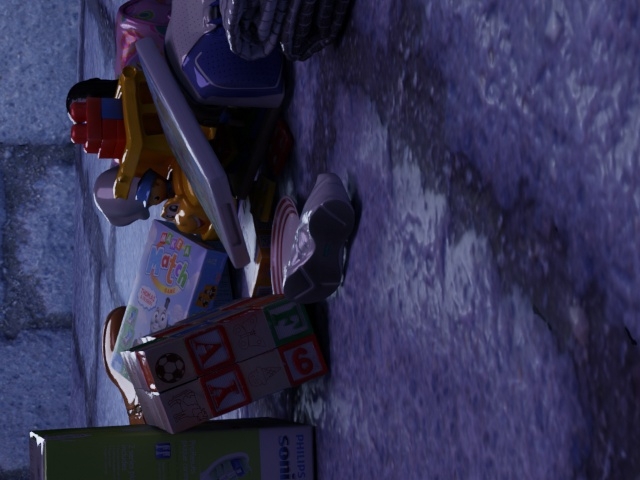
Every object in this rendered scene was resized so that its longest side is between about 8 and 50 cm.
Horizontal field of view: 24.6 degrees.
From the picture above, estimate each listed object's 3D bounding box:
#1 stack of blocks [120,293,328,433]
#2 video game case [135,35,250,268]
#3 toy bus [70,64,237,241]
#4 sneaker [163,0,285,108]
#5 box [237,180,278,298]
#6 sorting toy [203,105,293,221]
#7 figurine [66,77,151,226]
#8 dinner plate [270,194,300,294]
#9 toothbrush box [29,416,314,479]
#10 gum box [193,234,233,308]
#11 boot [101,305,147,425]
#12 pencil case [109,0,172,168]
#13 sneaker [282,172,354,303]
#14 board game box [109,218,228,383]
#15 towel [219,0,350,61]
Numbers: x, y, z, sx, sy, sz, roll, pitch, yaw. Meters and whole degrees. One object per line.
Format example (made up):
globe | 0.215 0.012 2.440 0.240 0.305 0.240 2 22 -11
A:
stack of blocks | -0.121 0.129 1.585 0.297 0.171 0.087 168 82 -75
video game case | -0.143 -0.096 1.650 0.212 0.023 0.193 61 171 29
toy bus | -0.208 -0.113 1.849 0.149 0.211 0.220 127 138 -64
sneaker | -0.106 -0.312 1.611 0.182 0.127 0.315 109 157 -57
box | -0.074 -0.006 1.715 0.081 0.028 0.136 106 159 -47
sorting toy | -0.097 -0.134 1.698 0.274 0.046 0.132 -111 37 -49
figurine | -0.237 -0.130 2.042 0.209 0.092 0.215 -3 107 42
dinner plate | -0.031 0.022 1.576 0.141 0.017 0.141 177 90 -75
toothbrush box | -0.166 0.260 1.589 0.206 0.283 0.122 163 106 -75
gum box | -0.154 0.064 1.985 0.157 0.041 0.184 110 154 -56
boot | -0.273 0.213 2.299 0.220 0.109 0.283 124 139 -67
pencil case | -0.245 -0.214 2.160 0.124 0.124 0.284 -117 29 -58
sneaker | 0.000 0.000 1.413 0.061 0.054 0.152 -94 19 -46
board game box | -0.200 0.093 1.918 0.160 0.039 0.211 26 100 55
towel | -0.027 -0.334 1.348 0.283 0.121 0.235 112 154 -59
